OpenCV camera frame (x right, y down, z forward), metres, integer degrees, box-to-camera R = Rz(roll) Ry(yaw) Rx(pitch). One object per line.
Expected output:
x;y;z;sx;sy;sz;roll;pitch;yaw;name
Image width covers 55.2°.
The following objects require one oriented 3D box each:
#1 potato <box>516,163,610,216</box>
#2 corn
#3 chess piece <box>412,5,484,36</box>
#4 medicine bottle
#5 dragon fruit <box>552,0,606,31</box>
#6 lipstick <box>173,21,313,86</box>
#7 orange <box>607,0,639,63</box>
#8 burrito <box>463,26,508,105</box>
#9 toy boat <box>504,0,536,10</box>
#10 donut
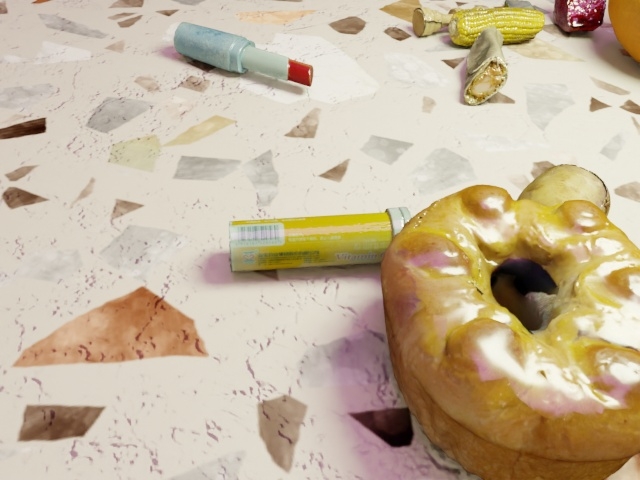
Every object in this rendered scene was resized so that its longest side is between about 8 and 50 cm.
0.315;-0.040;0.801;0.107;0.080;0.170;27;43;24;potato
0.354;-0.432;1.230;0.202;0.072;0.072;-9;44;-14;corn
0.278;-0.457;1.265;0.171;0.060;0.060;-10;45;-15;chess piece
0.000;0.000;0.739;0.217;0.074;0.074;-3;43;-6;medicine bottle
0.557;-0.506;1.314;0.102;0.096;0.147;6;85;8;dragon fruit
-0.131;-0.324;1.081;0.273;0.061;0.068;21;43;18;lipstick
0.693;-0.456;1.115;0.311;0.312;0.312;2;43;-2;orange
0.303;-0.330;1.119;0.060;0.087;0.226;41;37;-18;burrito
0.449;-0.505;1.359;0.063;0.016;0.115;3;42;-1;toy boat
0.198;0.080;0.612;0.299;0.150;0.317;23;47;19;donut
